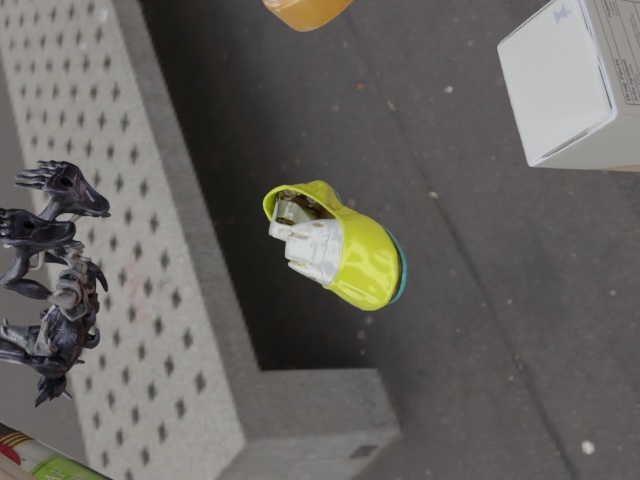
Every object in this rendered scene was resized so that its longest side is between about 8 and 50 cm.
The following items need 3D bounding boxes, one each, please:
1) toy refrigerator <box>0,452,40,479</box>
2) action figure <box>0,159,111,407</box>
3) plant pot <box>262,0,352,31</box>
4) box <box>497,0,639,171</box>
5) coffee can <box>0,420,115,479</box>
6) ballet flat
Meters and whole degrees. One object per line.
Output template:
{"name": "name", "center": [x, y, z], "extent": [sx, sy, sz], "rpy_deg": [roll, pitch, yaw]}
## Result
{"name": "toy refrigerator", "center": [-0.207, 0.153, 0.539], "extent": [0.094, 0.269, 0.102], "rpy_deg": [28, 70, 31]}
{"name": "action figure", "center": [-0.281, 0.046, 1.000], "extent": [0.275, 0.141, 0.164], "rpy_deg": [106, -177, -46]}
{"name": "plant pot", "center": [-0.042, -0.411, 1.337], "extent": [0.205, 0.188, 0.205], "rpy_deg": [-34, 40, 34]}
{"name": "box", "center": [0.347, -0.155, 1.042], "extent": [0.121, 0.311, 0.147], "rpy_deg": [-34, 60, 53]}
{"name": "coffee can", "center": [-0.263, 0.251, 0.803], "extent": [0.275, 0.201, 0.201], "rpy_deg": [25, 114, 8]}
{"name": "ballet flat", "center": [0.000, 0.000, 0.886], "extent": [0.231, 0.077, 0.077], "rpy_deg": [-130, 50, -65]}
